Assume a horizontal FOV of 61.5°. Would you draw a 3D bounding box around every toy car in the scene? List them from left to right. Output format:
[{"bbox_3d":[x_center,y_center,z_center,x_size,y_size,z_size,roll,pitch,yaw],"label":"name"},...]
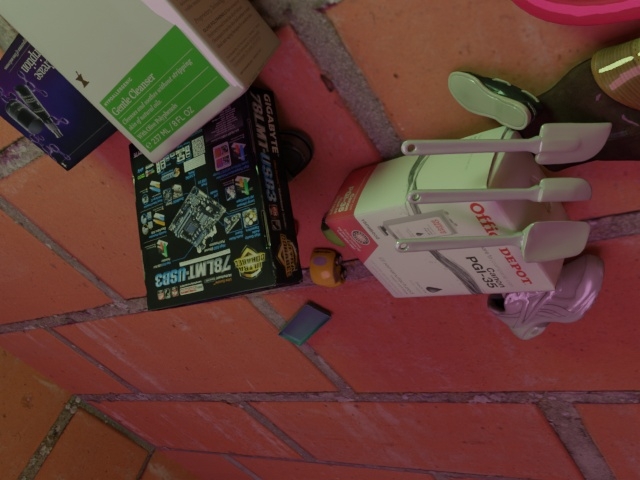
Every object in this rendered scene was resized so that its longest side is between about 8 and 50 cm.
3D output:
[{"bbox_3d":[0.000,0.000,0.984,0.239,0.053,0.225,38,139,-20],"label":"toy car"}]

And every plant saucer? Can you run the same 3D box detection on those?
[{"bbox_3d":[-0.039,0.198,1.268,0.067,0.018,0.192,29,141,-8],"label":"plant saucer"}]

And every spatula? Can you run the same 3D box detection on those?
[{"bbox_3d":[0.205,-0.048,0.613,0.241,0.019,0.168,-4,119,-8],"label":"spatula"}]

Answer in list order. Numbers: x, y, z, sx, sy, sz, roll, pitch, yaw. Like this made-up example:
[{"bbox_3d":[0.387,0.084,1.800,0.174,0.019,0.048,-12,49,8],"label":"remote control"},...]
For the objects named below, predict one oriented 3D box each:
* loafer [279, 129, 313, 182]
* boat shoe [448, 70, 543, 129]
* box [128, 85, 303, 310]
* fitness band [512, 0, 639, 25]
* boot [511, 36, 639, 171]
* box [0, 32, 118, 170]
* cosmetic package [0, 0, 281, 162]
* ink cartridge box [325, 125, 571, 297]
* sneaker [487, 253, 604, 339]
[{"bbox_3d":[-0.125,-0.100,0.901,0.267,0.084,0.096,-16,129,38],"label":"loafer"},{"bbox_3d":[0.213,-0.178,0.660,0.125,0.038,0.046,39,151,37],"label":"boat shoe"},{"bbox_3d":[-0.178,-0.052,0.845,0.295,0.294,0.073,-15,173,37],"label":"box"},{"bbox_3d":[0.298,-0.311,0.478,0.290,0.054,0.209,-4,132,28],"label":"fitness band"},{"bbox_3d":[0.377,-0.127,0.651,0.248,0.090,0.206,35,152,-18],"label":"boot"},{"bbox_3d":[-0.396,-0.244,0.853,0.261,0.103,0.184,-20,128,41],"label":"box"},{"bbox_3d":[-0.248,-0.301,0.637,0.196,0.155,0.365,-28,118,35],"label":"cosmetic package"},{"bbox_3d":[0.181,-0.024,0.785,0.282,0.117,0.207,-10,132,48],"label":"ink cartridge box"},{"bbox_3d":[0.358,0.086,0.887,0.115,0.090,0.232,29,141,-3],"label":"sneaker"}]
